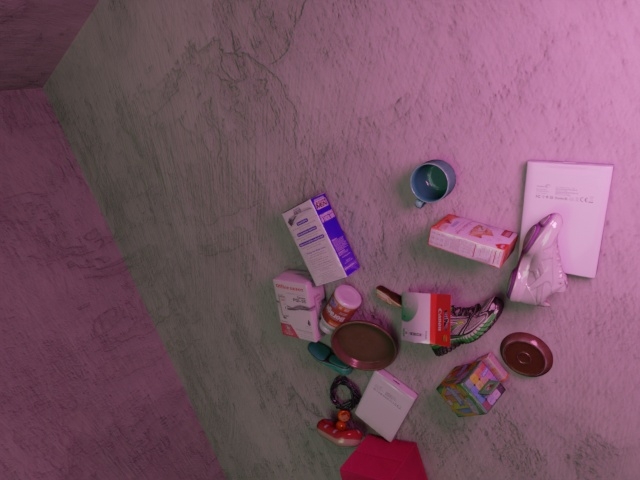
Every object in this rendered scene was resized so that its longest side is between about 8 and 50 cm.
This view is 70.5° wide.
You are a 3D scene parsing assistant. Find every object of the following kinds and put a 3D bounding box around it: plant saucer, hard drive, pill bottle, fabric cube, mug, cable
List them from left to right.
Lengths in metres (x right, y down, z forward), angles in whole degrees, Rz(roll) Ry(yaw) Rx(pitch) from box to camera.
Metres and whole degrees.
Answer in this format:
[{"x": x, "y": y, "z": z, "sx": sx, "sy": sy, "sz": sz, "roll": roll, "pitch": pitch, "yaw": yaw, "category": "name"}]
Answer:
[{"x": 0.076, "y": 0.296, "z": 1.896, "sx": 0.121, "sy": 0.121, "sz": 0.216, "roll": 41, "pitch": 129, "yaw": 17, "category": "pill bottle"}, {"x": 0.110, "y": 0.721, "z": 2.114, "sx": 0.150, "sy": 0.047, "sz": 0.185, "roll": 31, "pitch": 122, "yaw": 18, "category": "cable"}, {"x": 0.179, "y": 0.428, "z": 1.868, "sx": 0.277, "sy": 0.041, "sz": 0.278, "roll": 8, "pitch": 125, "yaw": 12, "category": "plant saucer"}, {"x": 0.279, "y": 0.715, "z": 1.973, "sx": 0.203, "sy": 0.040, "sz": 0.308, "roll": 33, "pitch": 127, "yaw": 23, "category": "hard drive"}, {"x": 0.283, "y": 1.045, "z": 1.969, "sx": 0.258, "sy": 0.259, "sz": 0.254, "roll": -8, "pitch": 103, "yaw": 40, "category": "fabric cube"}, {"x": 0.360, "y": -0.191, "z": 1.470, "sx": 0.157, "sy": 0.097, "sz": 0.130, "roll": -25, "pitch": 93, "yaw": 43, "category": "mug"}, {"x": 0.683, "y": 0.388, "z": 1.515, "sx": 0.168, "sy": 0.029, "sz": 0.169, "roll": 17, "pitch": 119, "yaw": 34, "category": "plant saucer"}, {"x": 0.693, "y": -0.064, "z": 1.299, "sx": 0.210, "sy": 0.040, "sz": 0.319, "roll": 11, "pitch": 116, "yaw": 35, "category": "hard drive"}]

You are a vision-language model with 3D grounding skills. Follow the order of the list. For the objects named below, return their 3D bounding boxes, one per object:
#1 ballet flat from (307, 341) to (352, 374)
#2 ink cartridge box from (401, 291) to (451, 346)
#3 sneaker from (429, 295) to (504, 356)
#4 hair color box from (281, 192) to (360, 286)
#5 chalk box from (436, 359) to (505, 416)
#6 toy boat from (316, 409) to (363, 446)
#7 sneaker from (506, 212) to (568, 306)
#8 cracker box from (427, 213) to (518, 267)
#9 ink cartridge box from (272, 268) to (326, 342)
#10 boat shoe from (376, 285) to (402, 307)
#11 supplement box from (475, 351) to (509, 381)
[{"x": 0.041, "y": 0.547, "z": 2.067, "sx": 0.247, "sy": 0.083, "sz": 0.087, "roll": 19, "pitch": 134, "yaw": 33, "category": "ballet flat"}, {"x": 0.368, "y": 0.276, "z": 1.603, "sx": 0.224, "sy": 0.056, "sz": 0.181, "roll": 167, "pitch": 106, "yaw": -67, "category": "ink cartridge box"}, {"x": 0.477, "y": 0.278, "z": 1.560, "sx": 0.146, "sy": 0.134, "sz": 0.343, "roll": 54, "pitch": 132, "yaw": 8, "category": "sneaker"}, {"x": 0.000, "y": 0.000, "z": 1.837, "sx": 0.185, "sy": 0.110, "sz": 0.339, "roll": -22, "pitch": 96, "yaw": 43, "category": "hair color box"}, {"x": 0.534, "y": 0.515, "z": 1.580, "sx": 0.132, "sy": 0.132, "sz": 0.213, "roll": 51, "pitch": 150, "yaw": 8, "category": "chalk box"}, {"x": 0.099, "y": 0.873, "z": 2.136, "sx": 0.231, "sy": 0.151, "sz": 0.151, "roll": 6, "pitch": 78, "yaw": 47, "category": "toy boat"}, {"x": 0.650, "y": 0.061, "z": 1.305, "sx": 0.152, "sy": 0.114, "sz": 0.305, "roll": 17, "pitch": 124, "yaw": 17, "category": "sneaker"}, {"x": 0.477, "y": -0.004, "z": 1.420, "sx": 0.232, "sy": 0.155, "sz": 0.067, "roll": 21, "pitch": 120, "yaw": 30, "category": "cracker box"}, {"x": -0.086, "y": 0.287, "z": 2.024, "sx": 0.207, "sy": 0.117, "sz": 0.283, "roll": 4, "pitch": 112, "yaw": 38, "category": "ink cartridge box"}, {"x": 0.272, "y": 0.226, "z": 1.762, "sx": 0.135, "sy": 0.050, "sz": 0.045, "roll": 35, "pitch": 131, "yaw": 34, "category": "boat shoe"}, {"x": 0.605, "y": 0.451, "z": 1.599, "sx": 0.098, "sy": 0.036, "sz": 0.062, "roll": 52, "pitch": 133, "yaw": 7, "category": "supplement box"}]
